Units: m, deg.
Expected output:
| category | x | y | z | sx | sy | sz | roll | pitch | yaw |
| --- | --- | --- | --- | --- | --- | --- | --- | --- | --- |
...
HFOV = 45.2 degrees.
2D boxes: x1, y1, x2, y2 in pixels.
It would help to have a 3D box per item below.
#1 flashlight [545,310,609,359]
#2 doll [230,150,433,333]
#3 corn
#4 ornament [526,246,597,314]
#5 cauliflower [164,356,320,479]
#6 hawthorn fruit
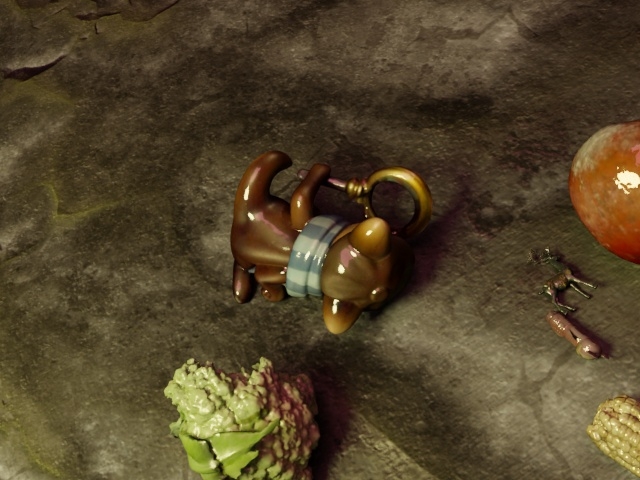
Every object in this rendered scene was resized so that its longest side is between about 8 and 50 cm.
| category | x | y | z | sx | sy | sz | roll | pitch | yaw |
| --- | --- | --- | --- | --- | --- | --- | --- | --- | --- |
| flashlight | 0.383 | 0.147 | 1.164 | 0.110 | 0.052 | 0.031 | 45 | 116 | 41 |
| doll | 0.002 | 0.000 | 1.311 | 0.339 | 0.209 | 0.318 | 22 | 101 | 31 |
| corn | 0.459 | 0.289 | 1.019 | 0.211 | 0.087 | 0.087 | 37 | 76 | 30 |
| ornament | 0.371 | 0.059 | 1.227 | 0.073 | 0.028 | 0.125 | -37 | 56 | -7 |
| cauliflower | -0.140 | 0.281 | 1.172 | 0.315 | 0.256 | 0.239 | -5 | 56 | 53 |
| hawthorn fruit | 0.506 | -0.073 | 1.161 | 0.235 | 0.263 | 0.231 | -34 | 17 | -14 |
